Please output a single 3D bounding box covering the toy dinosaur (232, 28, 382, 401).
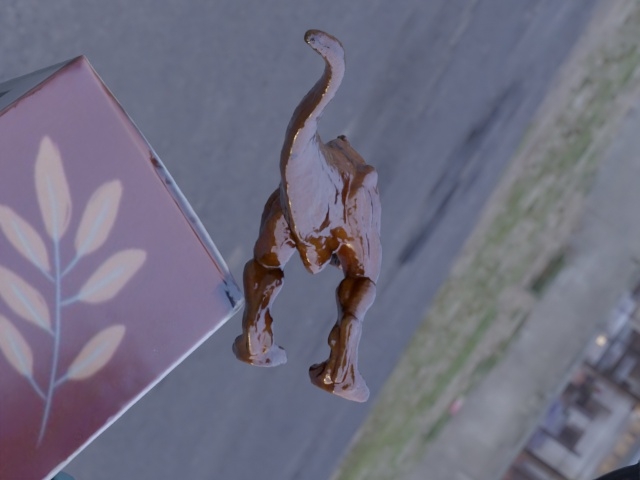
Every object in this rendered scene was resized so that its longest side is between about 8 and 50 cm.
[{"bbox_3d":[0.000,0.000,1.156,0.432,0.097,0.208,135,-37,-85],"label":"toy dinosaur"}]

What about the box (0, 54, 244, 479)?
[{"bbox_3d":[-0.274,0.101,0.665,0.385,0.122,0.344,-42,-160,-31],"label":"box"}]

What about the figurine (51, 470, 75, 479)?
[{"bbox_3d":[-0.106,0.139,0.699,0.047,0.106,0.060,-19,-160,-7],"label":"figurine"}]

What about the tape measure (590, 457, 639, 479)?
[{"bbox_3d":[0.193,0.208,0.927,0.182,0.181,0.107,-62,169,-23],"label":"tape measure"}]
